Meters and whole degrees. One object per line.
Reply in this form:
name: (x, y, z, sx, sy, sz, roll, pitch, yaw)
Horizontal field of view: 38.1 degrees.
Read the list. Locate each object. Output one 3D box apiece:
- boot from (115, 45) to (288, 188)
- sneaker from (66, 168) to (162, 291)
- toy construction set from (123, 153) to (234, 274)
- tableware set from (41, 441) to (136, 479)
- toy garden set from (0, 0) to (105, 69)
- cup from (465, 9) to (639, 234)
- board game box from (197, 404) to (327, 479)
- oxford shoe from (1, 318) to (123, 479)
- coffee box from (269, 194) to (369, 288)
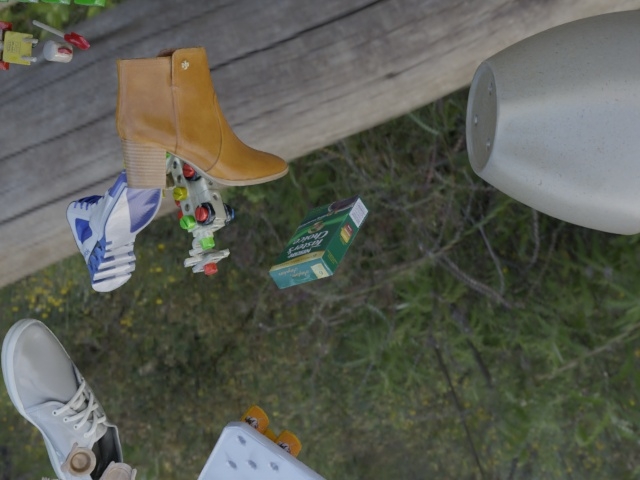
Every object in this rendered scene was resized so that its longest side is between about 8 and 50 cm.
boot: (-0.174, -0.193, 1.438, 0.295, 0.104, 0.211, -6, 105, -34)
sneaker: (-0.469, -0.056, 2.009, 0.127, 0.182, 0.316, -14, 143, -44)
toy construction set: (-0.298, -0.081, 2.049, 0.215, 0.328, 0.151, -27, 179, 35)
tableware set: (-0.430, 0.459, 1.712, 0.168, 0.020, 0.141, 33, 75, -20)
toy garden set: (-0.373, -0.332, 1.279, 0.049, 0.244, 0.204, -4, 103, -55)
cup: (0.350, -0.175, 1.369, 0.236, 0.331, 0.331, 1, 134, -6)
board game box: (0.011, 0.406, 1.031, 0.389, 0.050, 0.390, 33, 130, 7)
oxford shoe: (-0.515, 0.342, 1.901, 0.130, 0.169, 0.450, 2, 125, 26)
coffee box: (0.000, 0.000, 1.525, 0.113, 0.184, 0.040, -15, 118, 36)
